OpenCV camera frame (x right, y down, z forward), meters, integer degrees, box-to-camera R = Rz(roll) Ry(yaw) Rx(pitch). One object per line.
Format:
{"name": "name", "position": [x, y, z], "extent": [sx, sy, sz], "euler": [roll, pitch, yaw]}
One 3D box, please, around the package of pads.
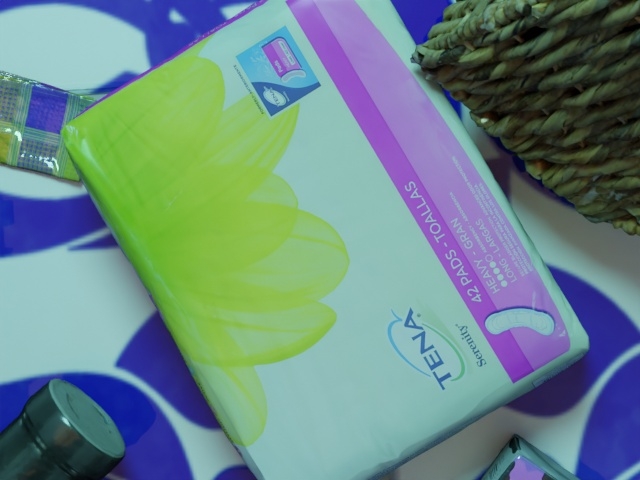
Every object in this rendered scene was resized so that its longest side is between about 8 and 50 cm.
{"name": "package of pads", "position": [0.000, 0.000, 0.986], "extent": [0.229, 0.101, 0.297], "euler": [-31, 92, 6]}

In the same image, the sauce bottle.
{"name": "sauce bottle", "position": [-0.273, 0.228, 1.021], "extent": [0.111, 0.111, 0.344], "euler": [45, 97, -1]}

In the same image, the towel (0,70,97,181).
{"name": "towel", "position": [-0.191, -0.076, 1.038], "extent": [0.083, 0.009, 0.060], "euler": [16, 95, 2]}

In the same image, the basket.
{"name": "basket", "position": [0.236, -0.145, 0.855], "extent": [0.213, 0.299, 0.223], "euler": [39, 68, -14]}

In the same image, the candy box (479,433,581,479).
{"name": "candy box", "position": [0.136, 0.255, 1.015], "extent": [0.165, 0.070, 0.196], "euler": [36, 96, 0]}
